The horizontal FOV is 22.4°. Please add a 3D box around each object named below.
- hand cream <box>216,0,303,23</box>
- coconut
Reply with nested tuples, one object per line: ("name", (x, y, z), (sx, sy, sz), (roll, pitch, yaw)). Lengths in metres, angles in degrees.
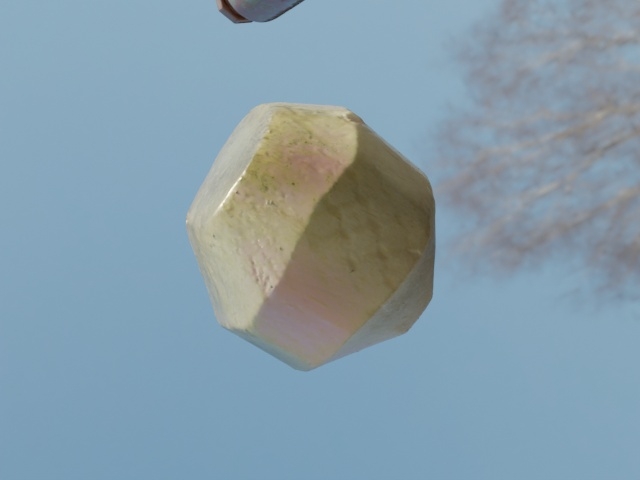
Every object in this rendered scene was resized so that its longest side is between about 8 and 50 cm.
("hand cream", (0.006, -0.166, 0.858), (0.043, 0.209, 0.067), (3, -104, -32))
("coconut", (0.000, 0.000, 1.534), (0.259, 0.259, 0.259), (33, -137, -37))
